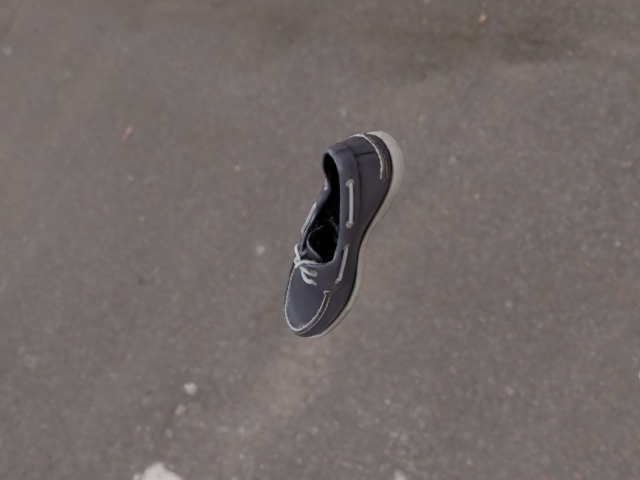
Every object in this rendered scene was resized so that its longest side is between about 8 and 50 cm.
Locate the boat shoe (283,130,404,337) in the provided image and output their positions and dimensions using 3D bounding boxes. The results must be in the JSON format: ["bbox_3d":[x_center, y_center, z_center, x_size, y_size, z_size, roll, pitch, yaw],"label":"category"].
[{"bbox_3d":[0.000,0.000,0.997,0.075,0.065,0.206,49,132,32],"label":"boat shoe"}]
